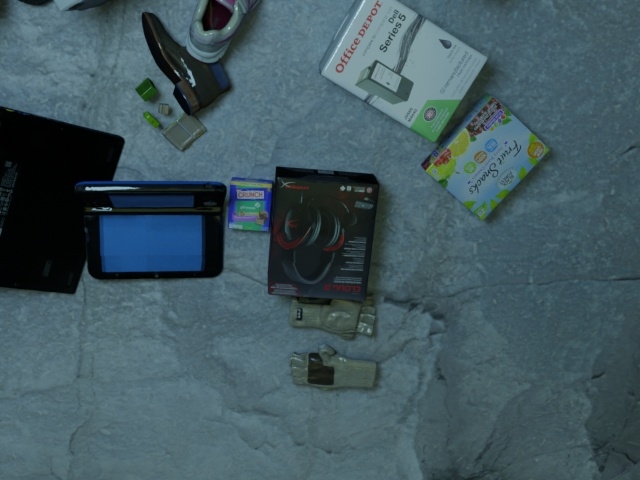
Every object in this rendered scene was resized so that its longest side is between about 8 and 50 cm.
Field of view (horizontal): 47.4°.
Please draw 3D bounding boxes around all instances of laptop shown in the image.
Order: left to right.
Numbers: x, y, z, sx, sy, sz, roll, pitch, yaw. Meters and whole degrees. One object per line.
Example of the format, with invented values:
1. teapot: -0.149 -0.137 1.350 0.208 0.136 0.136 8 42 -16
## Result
1. laptop: -0.693 -0.125 1.538 0.408 0.236 0.382 11 111 -37

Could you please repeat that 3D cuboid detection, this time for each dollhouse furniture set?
1. dollhouse furniture set: -0.317 -0.262 1.511 0.076 0.058 0.151 -43 125 3

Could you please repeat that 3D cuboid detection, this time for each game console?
1. game console: -0.343 -0.016 1.504 0.293 0.250 0.173 -1 83 -11

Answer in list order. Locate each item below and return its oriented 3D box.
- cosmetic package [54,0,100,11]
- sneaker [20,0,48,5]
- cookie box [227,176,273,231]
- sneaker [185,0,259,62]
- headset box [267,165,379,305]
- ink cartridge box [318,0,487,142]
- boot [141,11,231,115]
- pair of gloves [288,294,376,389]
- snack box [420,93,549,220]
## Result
1. cosmetic package: -0.470 -0.612 1.280 0.156 0.217 0.385 -28 109 11
2. sneaker: -0.587 -0.577 1.349 0.109 0.130 0.286 -25 130 1
3. cookie box: -0.151 -0.078 1.572 0.091 0.040 0.107 4 107 -4
4. sneaker: -0.170 -0.463 1.389 0.103 0.111 0.252 25 86 -11
5. headset box: 0.000 0.000 1.570 0.218 0.110 0.293 5 108 -5
6. ink cartridge box: 0.158 -0.353 1.458 0.272 0.115 0.198 28 105 -12
7. boot: -0.271 -0.370 1.466 0.106 0.082 0.219 -29 98 -21
8. pair of gloves: 0.028 0.237 1.688 0.204 0.042 0.240 -1 107 1
9. snack box: 0.349 -0.177 1.552 0.174 0.070 0.207 40 103 -14
